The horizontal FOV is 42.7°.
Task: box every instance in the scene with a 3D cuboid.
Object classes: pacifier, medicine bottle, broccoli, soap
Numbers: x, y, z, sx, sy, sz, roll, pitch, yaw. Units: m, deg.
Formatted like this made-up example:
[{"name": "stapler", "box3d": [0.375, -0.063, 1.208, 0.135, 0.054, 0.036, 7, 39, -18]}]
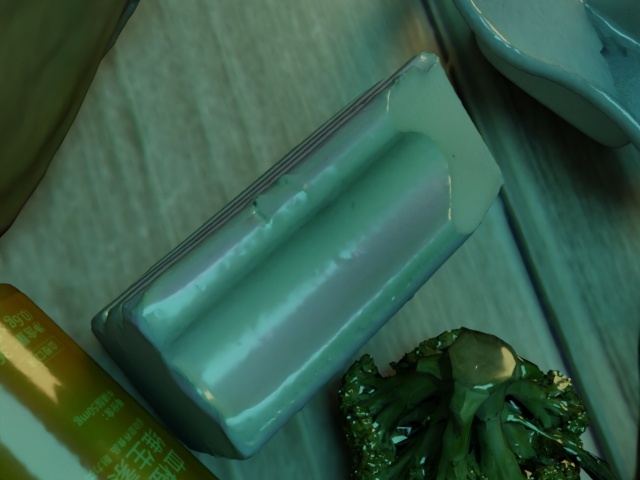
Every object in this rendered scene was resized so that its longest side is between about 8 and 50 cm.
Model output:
[{"name": "pacifier", "box3d": [0.228, -0.182, 0.532, 0.299, 0.233, 0.244, 33, 59, -10]}, {"name": "medicine bottle", "box3d": [-0.106, 0.116, 0.364, 0.192, 0.096, 0.096, 45, 61, -1]}, {"name": "broccoli", "box3d": [0.077, 0.100, 0.433, 0.130, 0.120, 0.131, -12, 43, -10]}, {"name": "soap", "box3d": [0.000, 0.000, 0.429, 0.230, 0.145, 0.091, -41, 99, -24]}]

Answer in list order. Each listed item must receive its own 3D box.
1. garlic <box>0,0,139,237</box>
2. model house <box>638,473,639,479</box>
[{"name": "garlic", "box3d": [-0.145, -0.118, 0.383, 0.151, 0.196, 0.338, 45, 58, -20]}, {"name": "model house", "box3d": [0.348, 0.120, 0.498, 0.234, 0.193, 0.175, 25, 63, -15]}]
